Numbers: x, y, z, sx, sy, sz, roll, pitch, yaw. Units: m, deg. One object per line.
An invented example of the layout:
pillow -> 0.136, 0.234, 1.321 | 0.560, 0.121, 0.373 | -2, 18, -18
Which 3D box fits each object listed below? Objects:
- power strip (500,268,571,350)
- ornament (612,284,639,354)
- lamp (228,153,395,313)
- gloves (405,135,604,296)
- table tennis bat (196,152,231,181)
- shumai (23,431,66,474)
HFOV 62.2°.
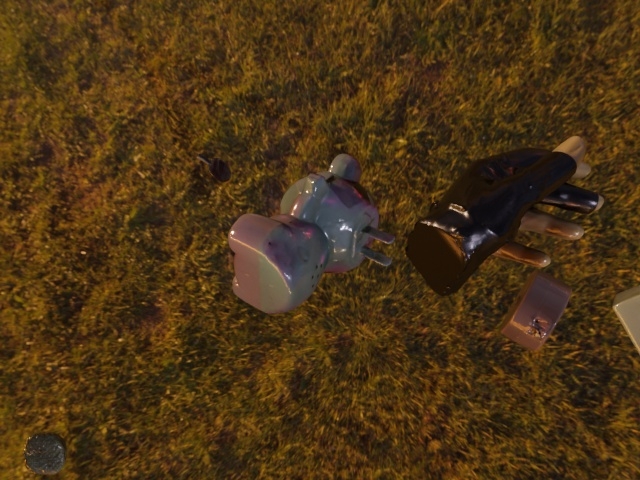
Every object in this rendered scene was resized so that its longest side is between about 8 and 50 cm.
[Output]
power strip -> 0.422, 0.137, 1.046 | 0.078, 0.154, 0.154 | 31, 83, 16
ornament -> 0.425, 0.030, 0.505 | 0.130, 0.285, 0.120 | -24, 69, -45
lamp -> 0.000, 0.000, 0.975 | 0.247, 0.247, 0.301 | 22, 42, 28
gloves -> 0.262, -0.046, 0.723 | 0.300, 0.197, 0.152 | -13, 61, -17
table tennis bat -> -0.214, -0.150, 1.072 | 0.007, 0.083, 0.050 | -22, 47, 38
shumai -> -0.511, 0.389, 0.992 | 0.083, 0.080, 0.082 | 41, 84, -11
